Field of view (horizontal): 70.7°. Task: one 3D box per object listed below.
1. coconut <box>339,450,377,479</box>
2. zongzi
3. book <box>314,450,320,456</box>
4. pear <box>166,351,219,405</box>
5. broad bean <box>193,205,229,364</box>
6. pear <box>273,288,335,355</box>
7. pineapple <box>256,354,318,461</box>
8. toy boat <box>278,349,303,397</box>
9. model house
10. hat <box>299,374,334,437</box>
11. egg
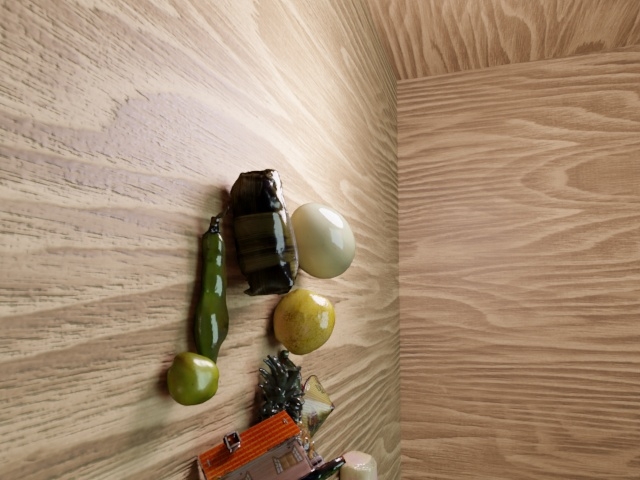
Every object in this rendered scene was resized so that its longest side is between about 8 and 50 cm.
[{"bbox_3d":[0.142,0.886,1.694,0.147,0.147,0.152,-1,86,-71],"label":"coconut"},{"bbox_3d":[-0.119,-0.017,1.088,0.288,0.134,0.285,-2,86,-84],"label":"zongzi"},{"bbox_3d":[-0.037,0.705,1.387,0.181,0.014,0.127,66,29,-47],"label":"book"},{"bbox_3d":[-0.228,0.242,0.798,0.096,0.092,0.092,68,22,-6],"label":"pear"},{"bbox_3d":[-0.214,0.098,0.887,0.075,0.067,0.324,144,-55,-77],"label":"broad bean"},{"bbox_3d":[-0.046,0.218,1.201,0.178,0.178,0.177,-2,90,-71],"label":"pear"},{"bbox_3d":[-0.097,0.436,1.076,0.169,0.169,0.340,3,78,-70],"label":"pineapple"},{"bbox_3d":[-0.090,0.384,1.191,0.089,0.071,0.184,10,75,-26],"label":"toy boat"},{"bbox_3d":[-0.123,0.457,0.896,0.154,0.294,0.207,59,-24,25],"label":"model house"},{"bbox_3d":[0.005,0.525,1.425,0.193,0.082,0.192,-3,90,-70],"label":"hat"},{"bbox_3d":[0.000,0.000,1.300,0.253,0.189,0.188,61,33,-42],"label":"egg"}]
